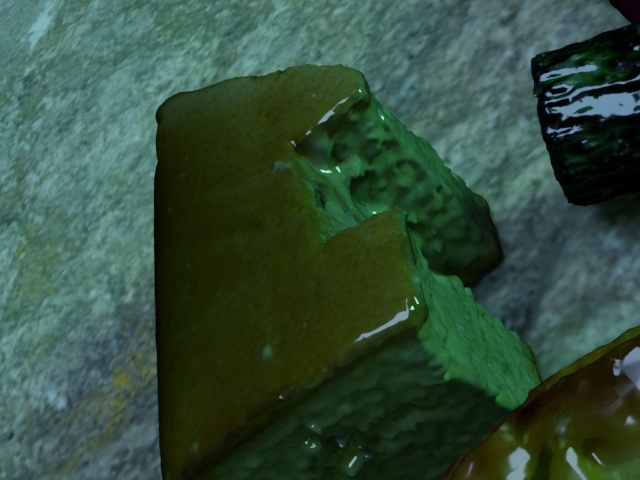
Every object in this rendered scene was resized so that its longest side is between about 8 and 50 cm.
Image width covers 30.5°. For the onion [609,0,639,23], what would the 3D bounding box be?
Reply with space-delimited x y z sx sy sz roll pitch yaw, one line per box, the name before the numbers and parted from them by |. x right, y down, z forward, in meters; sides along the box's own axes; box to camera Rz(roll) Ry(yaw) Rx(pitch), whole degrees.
onion | 0.211 -0.224 0.457 0.314 0.146 0.280 7 71 40

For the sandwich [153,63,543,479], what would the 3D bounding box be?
sandwich | 0.000 0.000 0.496 0.128 0.122 0.235 -34 44 21

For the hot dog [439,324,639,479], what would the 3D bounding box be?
hot dog | 0.128 0.112 0.305 0.272 0.122 0.196 -32 38 22

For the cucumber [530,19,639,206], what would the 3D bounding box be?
cucumber | 0.215 -0.072 0.402 0.294 0.067 0.067 -13 54 30
